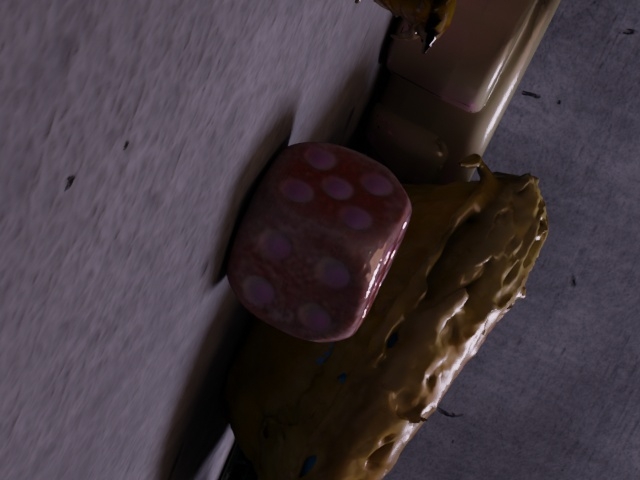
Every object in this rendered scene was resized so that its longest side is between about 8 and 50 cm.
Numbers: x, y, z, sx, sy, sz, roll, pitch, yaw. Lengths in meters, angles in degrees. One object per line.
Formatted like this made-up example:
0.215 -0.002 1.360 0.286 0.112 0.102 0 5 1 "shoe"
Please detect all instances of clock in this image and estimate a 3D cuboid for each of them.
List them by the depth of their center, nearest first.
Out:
0.129 -0.162 1.274 0.309 0.114 0.284 111 6 -50 "clock"

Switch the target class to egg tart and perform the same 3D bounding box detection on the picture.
0.039 0.083 1.160 0.388 0.169 0.388 -55 173 -10 "egg tart"

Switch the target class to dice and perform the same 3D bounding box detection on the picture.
0.000 0.000 0.891 0.094 0.091 0.093 -56 169 -48 "dice"

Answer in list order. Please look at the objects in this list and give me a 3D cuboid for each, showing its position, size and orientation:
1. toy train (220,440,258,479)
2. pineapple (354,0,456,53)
-0.055 0.250 1.424 0.407 0.086 0.088 -67 172 19 "toy train"
0.064 -0.204 0.706 0.225 0.076 0.225 23 90 -86 "pineapple"
